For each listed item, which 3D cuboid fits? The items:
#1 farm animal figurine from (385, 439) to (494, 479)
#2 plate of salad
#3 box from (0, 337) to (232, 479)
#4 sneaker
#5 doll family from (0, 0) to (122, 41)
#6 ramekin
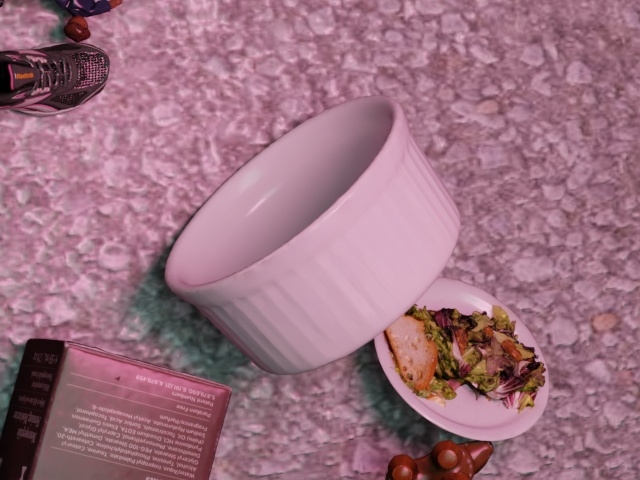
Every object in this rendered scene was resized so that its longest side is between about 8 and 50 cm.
[{"bbox_3d":[0.155,0.363,1.856,0.330,0.172,0.327,44,92,1],"label":"farm animal figurine"},{"bbox_3d":[0.149,0.112,1.881,0.199,0.048,0.200,16,47,-17],"label":"plate of salad"},{"bbox_3d":[-0.205,0.208,1.727,0.167,0.168,0.203,18,81,-20],"label":"box"},{"bbox_3d":[-0.282,-0.151,1.761,0.178,0.077,0.072,-13,94,-21],"label":"sneaker"},{"bbox_3d":[-0.278,-0.257,1.766,0.193,0.076,0.111,7,66,-15],"label":"doll family"},{"bbox_3d":[0.000,0.000,1.762,0.277,0.277,0.135,-45,111,-16],"label":"ramekin"}]
